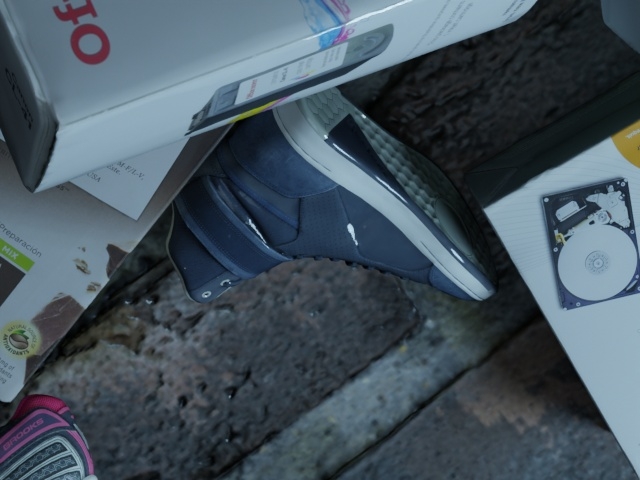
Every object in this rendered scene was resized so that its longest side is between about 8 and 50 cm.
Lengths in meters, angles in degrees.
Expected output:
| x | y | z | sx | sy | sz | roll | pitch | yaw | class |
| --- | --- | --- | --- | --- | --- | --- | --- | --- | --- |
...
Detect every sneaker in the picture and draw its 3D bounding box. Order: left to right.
| x | y | z | sx | sy | sz | roll | pitch | yaw | class |
| --- | --- | --- | --- | --- | --- | --- | --- | --- | --- |
| -0.297 | 0.186 | 1.241 | 0.299 | 0.121 | 0.112 | -11 | 78 | 0 | sneaker |
| -0.001 | -0.002 | 1.214 | 0.163 | 0.086 | 0.226 | -35 | 126 | 24 | sneaker |

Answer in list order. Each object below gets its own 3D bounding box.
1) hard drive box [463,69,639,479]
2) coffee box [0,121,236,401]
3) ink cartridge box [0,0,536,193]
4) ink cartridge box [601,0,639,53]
| x | y | z | sx | sy | sz | roll | pitch | yaw | class |
| --- | --- | --- | --- | --- | --- | --- | --- | --- | --- |
| 0.233 | 0.016 | 1.231 | 0.181 | 0.089 | 0.232 | -31 | 107 | 6 | hard drive box |
| -0.144 | -0.068 | 1.134 | 0.119 | 0.168 | 0.297 | 37 | 102 | -13 | coffee box |
| -0.049 | -0.186 | 0.959 | 0.306 | 0.131 | 0.226 | -21 | 80 | -17 | ink cartridge box |
| 0.265 | -0.285 | 0.837 | 0.279 | 0.160 | 0.384 | -9 | 108 | -1 | ink cartridge box |
